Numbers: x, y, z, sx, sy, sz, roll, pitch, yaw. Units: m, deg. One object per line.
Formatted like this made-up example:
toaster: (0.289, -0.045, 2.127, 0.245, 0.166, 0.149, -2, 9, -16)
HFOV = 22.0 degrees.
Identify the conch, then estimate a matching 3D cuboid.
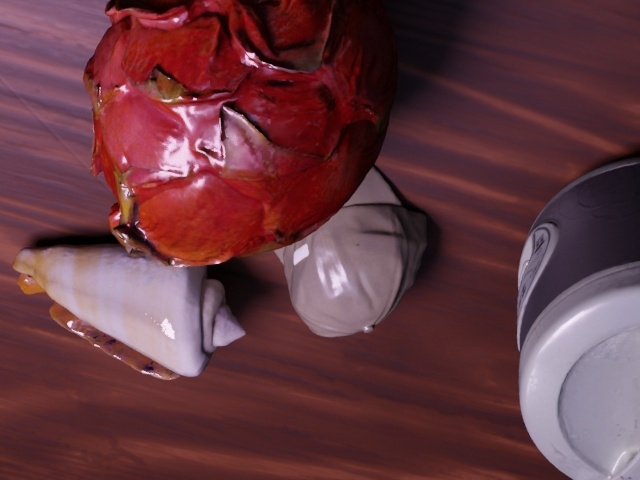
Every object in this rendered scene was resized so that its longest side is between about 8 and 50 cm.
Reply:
conch: (-0.190, 0.050, 1.718, 0.255, 0.127, 0.158, 28, 159, 13)

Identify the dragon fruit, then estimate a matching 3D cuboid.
dragon fruit: (-0.072, -0.128, 1.462, 0.277, 0.277, 0.342, 8, 125, 1)

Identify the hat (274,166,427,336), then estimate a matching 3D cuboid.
hat: (0.000, 0.000, 1.641, 0.166, 0.144, 0.173, -30, 140, 23)

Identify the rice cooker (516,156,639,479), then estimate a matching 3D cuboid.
rice cooker: (0.321, 0.090, 1.567, 0.288, 0.277, 0.288, 4, 128, 5)
